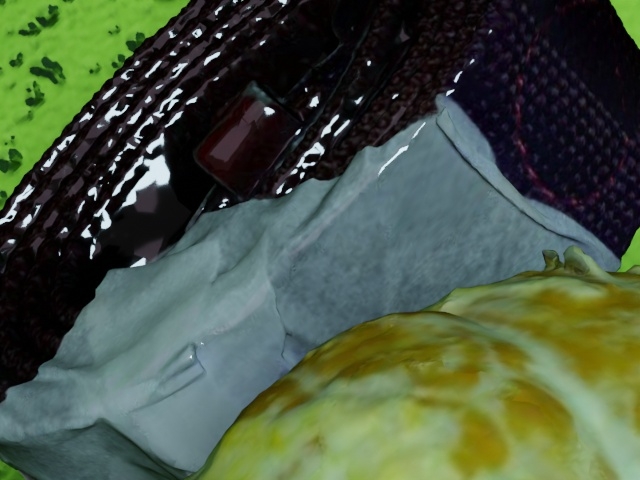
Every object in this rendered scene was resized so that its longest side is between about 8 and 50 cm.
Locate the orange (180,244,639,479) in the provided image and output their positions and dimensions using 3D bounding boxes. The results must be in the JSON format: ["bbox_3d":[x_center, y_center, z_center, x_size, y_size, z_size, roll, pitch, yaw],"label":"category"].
[{"bbox_3d":[0.073,0.169,0.550,0.329,0.329,0.249,-43,38,2],"label":"orange"}]

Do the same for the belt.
[{"bbox_3d":[0.000,0.000,0.709,0.289,0.164,0.184,-44,41,2],"label":"belt"}]
